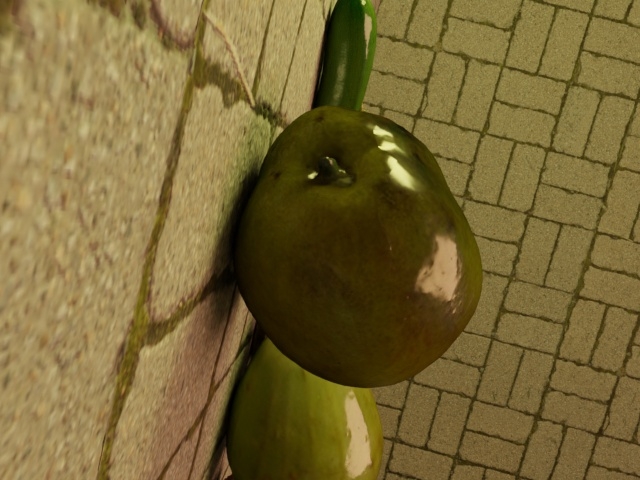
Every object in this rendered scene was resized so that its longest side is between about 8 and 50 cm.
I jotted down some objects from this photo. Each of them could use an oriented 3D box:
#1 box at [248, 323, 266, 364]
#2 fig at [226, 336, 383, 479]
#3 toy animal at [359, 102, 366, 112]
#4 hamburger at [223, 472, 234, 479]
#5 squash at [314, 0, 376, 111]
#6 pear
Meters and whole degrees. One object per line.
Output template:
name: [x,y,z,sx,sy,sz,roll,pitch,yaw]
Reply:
box: [-0.096,0.140,1.038,0.089,0.022,0.156,-71,175,-61]
fig: [-0.022,0.281,0.947,0.258,0.258,0.326,-70,161,-73]
toy animal: [0.066,-0.378,1.368,0.181,0.073,0.136,-15,112,-74]
hamburger: [-0.152,0.473,1.021,0.166,0.087,0.137,-73,177,-80]
squash: [0.039,-0.268,0.960,0.292,0.082,0.082,103,2,-49]
pear: [0.036,0.013,0.616,0.321,0.269,0.269,71,29,-53]
